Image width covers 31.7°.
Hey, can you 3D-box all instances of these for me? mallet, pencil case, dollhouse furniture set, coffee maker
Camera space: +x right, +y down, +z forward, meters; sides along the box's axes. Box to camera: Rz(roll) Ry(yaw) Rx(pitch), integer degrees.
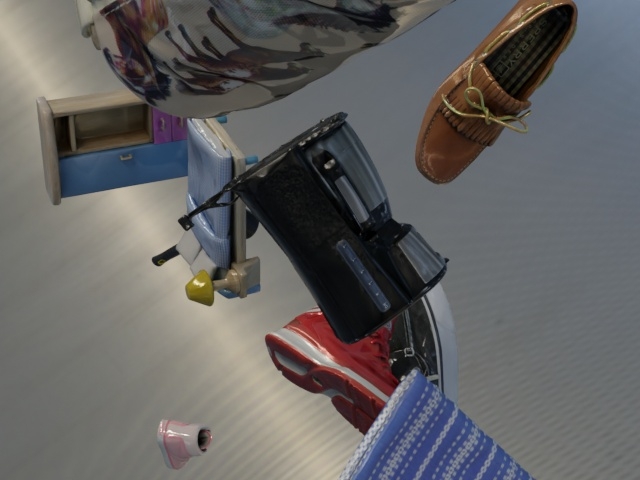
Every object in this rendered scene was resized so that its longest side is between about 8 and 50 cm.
[{"bbox_3d":[-0.158,0.000,1.532,0.189,0.062,0.039,-33,43,44],"label":"mallet"},{"bbox_3d":[-0.008,-0.191,0.672,0.410,0.183,0.160,-16,66,57],"label":"pencil case"},{"bbox_3d":[-0.203,-0.099,1.334,0.198,0.286,0.303,-13,38,-21],"label":"dollhouse furniture set"},{"bbox_3d":[0.000,0.000,1.016,0.171,0.178,0.120,-30,9,21],"label":"coffee maker"}]

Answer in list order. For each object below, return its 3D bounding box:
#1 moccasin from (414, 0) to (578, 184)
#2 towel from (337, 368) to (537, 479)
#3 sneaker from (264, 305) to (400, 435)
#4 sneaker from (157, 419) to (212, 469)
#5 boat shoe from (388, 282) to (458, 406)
[{"bbox_3d":[0.300,-0.252,1.906,0.380,0.139,0.147,-47,16,7],"label":"moccasin"},{"bbox_3d":[0.106,0.288,0.965,0.040,0.336,0.243,18,71,46],"label":"towel"},{"bbox_3d":[0.057,0.118,1.142,0.221,0.087,0.128,32,58,34],"label":"sneaker"},{"bbox_3d":[-0.187,0.296,1.613,0.070,0.134,0.051,4,60,7],"label":"sneaker"},{"bbox_3d":[0.083,0.165,1.268,0.105,0.306,0.113,-4,1,-37],"label":"boat shoe"}]
